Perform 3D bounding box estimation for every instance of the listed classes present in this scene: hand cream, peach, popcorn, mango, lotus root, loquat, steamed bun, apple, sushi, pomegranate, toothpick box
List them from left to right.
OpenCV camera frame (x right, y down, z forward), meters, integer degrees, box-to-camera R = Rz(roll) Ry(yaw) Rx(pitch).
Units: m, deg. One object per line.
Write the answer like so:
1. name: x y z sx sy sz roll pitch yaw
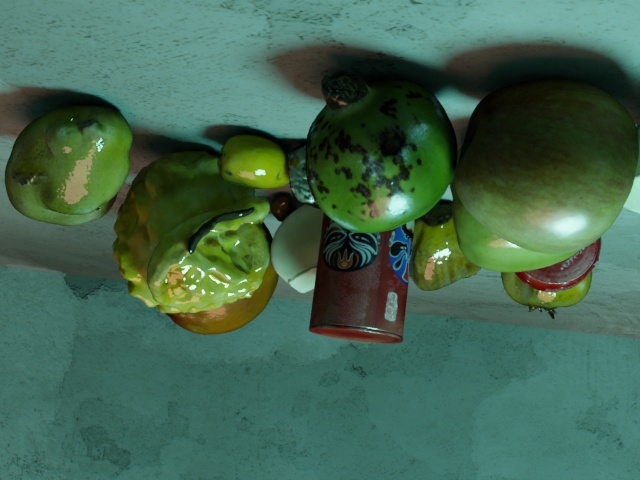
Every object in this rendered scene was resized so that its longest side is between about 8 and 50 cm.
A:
1. popcorn: -0.253 -0.013 1.874 0.349 0.349 0.382 10 179 -14
2. peach: -0.273 0.069 2.262 0.343 0.301 0.343 34 148 25
3. mango: -0.118 -0.145 1.806 0.137 0.098 0.195 4 171 34
4. steamed bun: 0.000 0.000 2.196 0.242 0.164 0.146 -28 160 7
5. sushi: 0.047 -0.115 1.774 0.225 0.136 0.126 10 167 23
6. toothpick box: 0.094 0.040 1.978 0.204 0.333 0.204 7 169 1
7. pomegranate: 0.084 -0.139 1.419 0.254 0.254 0.270 -3 136 38
8. lotus root: 0.264 -0.015 2.118 0.188 0.199 0.180 -26 137 -12
9. apple: 0.344 -0.068 1.610 0.279 0.279 0.279 7 168 1
10. apple: 0.322 -0.114 1.349 0.234 0.257 0.257 21 167 -1
11. loquat: 0.533 0.078 2.213 0.213 0.213 0.213 7 168 1
12. hand cream: 0.489 0.011 1.958 0.193 0.193 0.125 5 166 11

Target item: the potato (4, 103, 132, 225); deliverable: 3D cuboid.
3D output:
1. potato: -0.476 -0.152 1.780 0.218 0.202 0.351 23 150 -17

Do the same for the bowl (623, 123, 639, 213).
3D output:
1. bowl: 0.576 -0.128 1.377 0.277 0.145 0.277 7 170 1

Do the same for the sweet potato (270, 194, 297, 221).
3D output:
1. sweet potato: -0.088 -0.070 2.244 0.053 0.054 0.182 14 172 12
